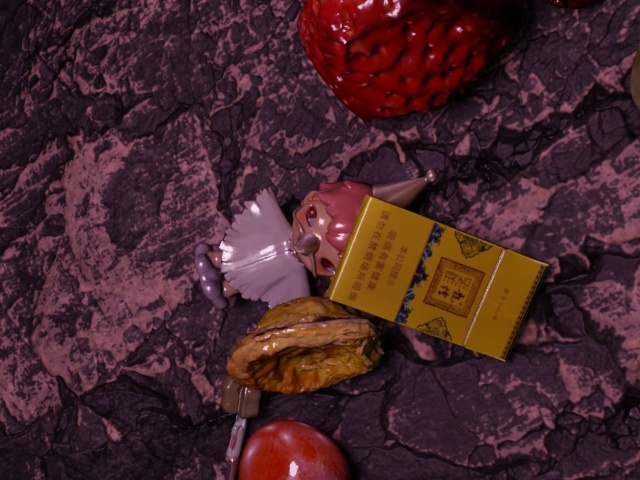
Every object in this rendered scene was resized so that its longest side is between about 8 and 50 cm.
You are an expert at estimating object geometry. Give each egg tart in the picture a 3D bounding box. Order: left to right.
[{"bbox_3d":[-0.020,0.149,1.236,0.241,0.241,0.106,-20,60,19],"label":"egg tart"}]

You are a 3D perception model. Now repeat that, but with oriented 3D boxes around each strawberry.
[{"bbox_3d":[0.095,-0.317,1.133,0.317,0.345,0.296,-7,88,21],"label":"strawberry"}]

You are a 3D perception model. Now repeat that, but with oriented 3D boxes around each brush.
[{"bbox_3d":[-0.125,0.290,1.355,0.071,0.084,0.301,15,100,24],"label":"brush"}]

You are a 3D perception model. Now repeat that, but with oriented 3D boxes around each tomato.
[{"bbox_3d":[-0.035,0.351,1.268,0.167,0.167,0.167,0,89,21],"label":"tomato"}]

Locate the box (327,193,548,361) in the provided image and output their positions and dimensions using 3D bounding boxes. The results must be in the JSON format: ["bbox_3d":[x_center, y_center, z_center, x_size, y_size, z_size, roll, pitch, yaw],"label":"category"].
[{"bbox_3d":[0.163,0.054,1.192,0.278,0.041,0.153,20,96,-11],"label":"box"}]

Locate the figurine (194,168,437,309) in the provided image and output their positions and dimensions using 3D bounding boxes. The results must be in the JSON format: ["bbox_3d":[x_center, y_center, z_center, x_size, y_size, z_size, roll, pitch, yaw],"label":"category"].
[{"bbox_3d":[0.000,0.000,1.259,0.386,0.166,0.207,-19,87,21],"label":"figurine"}]

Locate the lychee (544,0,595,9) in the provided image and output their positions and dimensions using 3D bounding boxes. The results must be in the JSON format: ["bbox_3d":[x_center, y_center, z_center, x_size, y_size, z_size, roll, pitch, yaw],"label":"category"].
[{"bbox_3d":[0.335,-0.381,1.163,0.123,0.123,0.129,-4,88,21],"label":"lychee"}]

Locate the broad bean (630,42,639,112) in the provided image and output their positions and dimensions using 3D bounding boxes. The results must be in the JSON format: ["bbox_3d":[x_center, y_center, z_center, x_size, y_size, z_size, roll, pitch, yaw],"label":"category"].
[{"bbox_3d":[0.493,-0.224,1.136,0.153,0.072,0.207,-4,76,18],"label":"broad bean"}]
